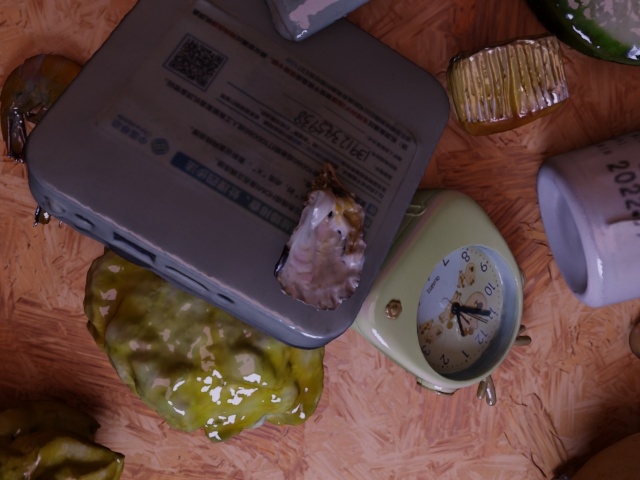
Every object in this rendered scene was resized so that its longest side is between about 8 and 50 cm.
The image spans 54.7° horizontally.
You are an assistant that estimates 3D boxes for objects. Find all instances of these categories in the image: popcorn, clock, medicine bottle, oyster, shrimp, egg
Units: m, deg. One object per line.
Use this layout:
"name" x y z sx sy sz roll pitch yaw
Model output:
"popcorn" -0.138 0.080 0.826 0.334 0.293 0.292 17 110 -20
"clock" 0.181 0.097 0.864 0.308 0.096 0.235 46 72 -25
"medicine bottle" 0.489 -0.060 0.785 0.372 0.211 0.210 -17 106 7
"oyster" 0.000 0.000 0.635 0.045 0.122 0.146 -5 106 47
"shrimp" -0.387 -0.139 0.876 0.150 0.068 0.248 12 103 11
"egg" 0.501 0.154 0.919 0.071 0.083 0.071 2 106 5

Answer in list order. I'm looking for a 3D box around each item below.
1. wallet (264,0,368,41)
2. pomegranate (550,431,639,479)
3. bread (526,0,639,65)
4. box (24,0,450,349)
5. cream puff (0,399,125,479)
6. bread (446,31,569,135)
"wallet" 0.064 -0.409 0.690 0.361 0.083 0.252 -27 81 11
"pomegranate" 0.499 0.460 0.879 0.412 0.411 0.411 1 108 2
"bread" 0.417 -0.395 0.723 0.382 0.129 0.366 -28 104 10
"box" -0.076 -0.118 0.737 0.396 0.111 0.396 31 66 -6
"cream puff" -0.459 0.353 0.938 0.257 0.324 0.291 -44 122 -22
"bread" 0.228 -0.189 0.765 0.132 0.190 0.114 -13 104 12
